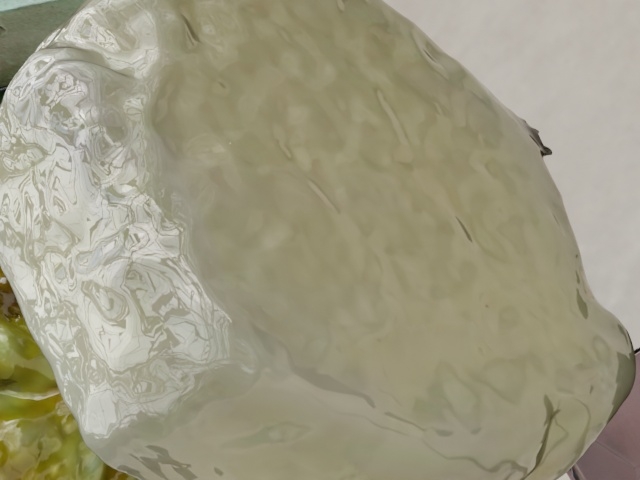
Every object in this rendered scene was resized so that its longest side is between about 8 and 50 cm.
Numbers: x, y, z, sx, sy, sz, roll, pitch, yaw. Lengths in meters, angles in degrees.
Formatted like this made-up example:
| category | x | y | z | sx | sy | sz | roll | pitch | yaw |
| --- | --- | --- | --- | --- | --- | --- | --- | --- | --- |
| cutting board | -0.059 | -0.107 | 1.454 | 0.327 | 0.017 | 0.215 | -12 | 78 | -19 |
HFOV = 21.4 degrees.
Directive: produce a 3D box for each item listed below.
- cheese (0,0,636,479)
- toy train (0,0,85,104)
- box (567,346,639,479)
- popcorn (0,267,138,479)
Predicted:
| category | x | y | z | sx | sy | sz | roll | pitch | yaw |
| --- | --- | --- | --- | --- | --- | --- | --- | --- | --- |
| cheese | 0.000 | 0.000 | 0.806 | 0.115 | 0.326 | 0.318 | -44 | 19 | 37 |
| toy train | -0.161 | -0.175 | 1.101 | 0.326 | 0.129 | 0.159 | -9 | 64 | 20 |
| box | 0.360 | 0.211 | 1.729 | 0.215 | 0.215 | 0.086 | -30 | -10 | 0 |
| popcorn | -0.203 | 0.147 | 1.040 | 0.282 | 0.282 | 0.247 | -6 | 52 | 61 |
